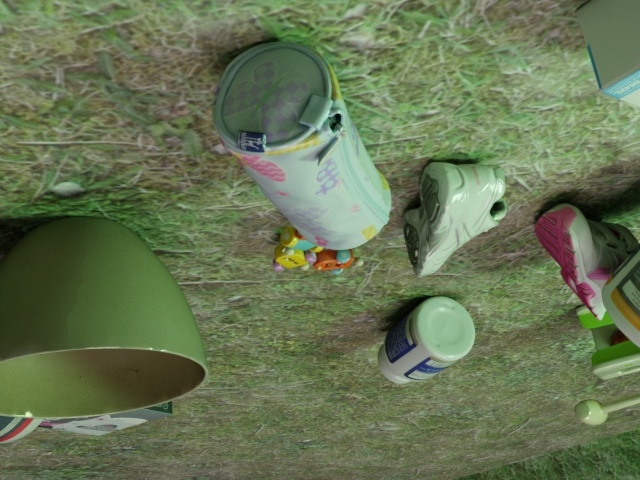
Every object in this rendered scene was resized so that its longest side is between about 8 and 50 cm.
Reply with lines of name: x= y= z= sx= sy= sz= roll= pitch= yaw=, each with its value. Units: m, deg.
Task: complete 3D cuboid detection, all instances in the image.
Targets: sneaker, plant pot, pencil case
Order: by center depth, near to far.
pencil case: x=-0.007 y=-0.083 z=0.912 sx=0.124 sy=0.113 sz=0.273 roll=8 pitch=162 yaw=17
plant pot: x=-0.283 y=0.084 z=1.104 sx=0.284 sy=0.191 sz=0.284 roll=-7 pitch=157 yaw=-3
sneaker: x=0.173 y=-0.021 z=1.159 sx=0.115 sy=0.090 sz=0.232 roll=-8 pitch=158 yaw=-11
sneaker: x=0.386 y=0.011 z=1.303 sx=0.111 sy=0.103 sz=0.252 roll=-38 pitch=142 yaw=6

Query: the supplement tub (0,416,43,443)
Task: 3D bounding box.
supplement tub: x=-0.488 y=0.155 z=1.195 sx=0.191 sy=0.191 sz=0.272 roll=-20 pitch=155 yaw=24

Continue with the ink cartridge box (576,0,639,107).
ink cartridge box: x=0.321 y=-0.176 z=0.844 sx=0.143 sy=0.092 sz=0.090 roll=12 pitch=150 yaw=-39

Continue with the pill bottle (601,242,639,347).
pill bottle: x=0.503 y=0.017 z=1.175 sx=0.162 sy=0.162 sz=0.278 roll=10 pitch=127 yaw=-37

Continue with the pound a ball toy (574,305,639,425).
pound a ball toy: x=0.603 y=0.199 z=1.659 sx=0.319 sy=0.208 sz=0.136 roll=-22 pitch=153 yaw=26

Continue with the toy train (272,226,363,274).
toy train: x=0.000 y=0.000 z=1.201 sx=0.125 sy=0.046 sz=0.166 roll=-6 pitch=160 yaw=-9

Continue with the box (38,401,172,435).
box: x=-0.369 y=0.208 z=1.422 sx=0.163 sy=0.142 sz=0.247 roll=-20 pitch=154 yaw=24

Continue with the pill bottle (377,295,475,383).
pill bottle: x=0.172 y=0.178 z=1.581 sx=0.112 sy=0.112 sz=0.186 roll=2 pitch=155 yaw=-23
